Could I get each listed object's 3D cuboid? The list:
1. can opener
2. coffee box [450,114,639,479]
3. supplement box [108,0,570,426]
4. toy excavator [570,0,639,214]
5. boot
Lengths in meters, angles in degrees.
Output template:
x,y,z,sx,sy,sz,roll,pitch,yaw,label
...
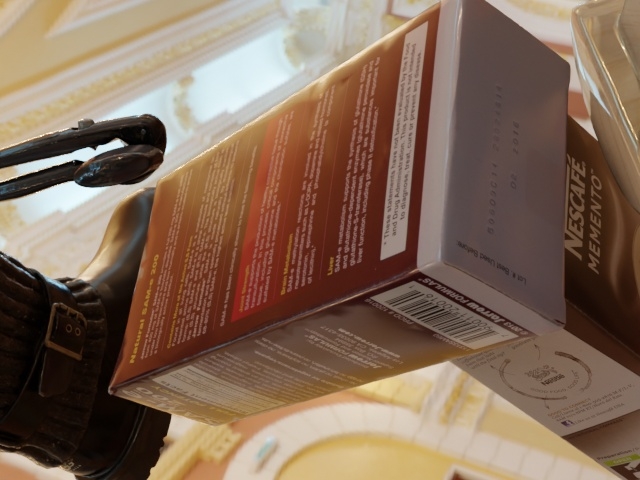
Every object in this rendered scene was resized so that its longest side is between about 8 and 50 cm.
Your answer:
x,y,z,sx,sy,sz,roll,pitch,yaw,label
-0.211,-0.067,0.853,0.073,0.186,0.059,-19,-77,-73,can opener
0.184,0.049,0.663,0.246,0.098,0.141,34,-132,-27,coffee box
0.000,0.000,0.486,0.073,0.239,0.130,27,-123,-32,supplement box
0.181,-0.091,0.314,0.445,0.222,0.433,-101,-6,-48,toy excavator
-0.244,0.045,0.968,0.260,0.131,0.348,34,-133,-35,boot
